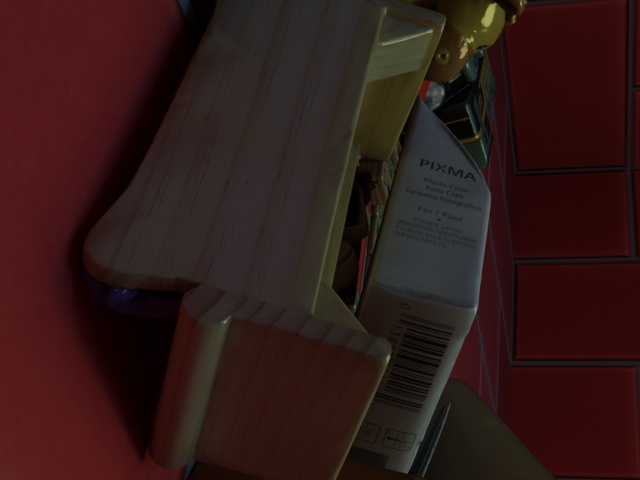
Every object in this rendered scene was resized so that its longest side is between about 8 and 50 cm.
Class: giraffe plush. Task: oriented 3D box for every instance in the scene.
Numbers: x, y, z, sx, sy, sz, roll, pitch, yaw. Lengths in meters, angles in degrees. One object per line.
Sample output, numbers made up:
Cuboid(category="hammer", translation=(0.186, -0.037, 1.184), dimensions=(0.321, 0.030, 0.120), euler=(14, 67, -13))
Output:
Cuboid(category="giraffe plush", translation=(0.087, -0.215, 0.950), dimensions=(0.210, 0.171, 0.181), euler=(-60, -175, 30))

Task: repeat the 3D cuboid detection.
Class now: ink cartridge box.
Cuboid(category="ink cartridge box", translation=(0.089, 0.029, 1.020), dimensions=(0.385, 0.091, 0.308), euler=(-70, 175, -47))

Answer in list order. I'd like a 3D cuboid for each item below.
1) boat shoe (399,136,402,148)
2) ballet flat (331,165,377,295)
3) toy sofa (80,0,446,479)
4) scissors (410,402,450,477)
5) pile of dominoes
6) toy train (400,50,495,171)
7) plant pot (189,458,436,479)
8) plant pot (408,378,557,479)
Cuboid(category="boat shoe", translation=(0.129, -0.128, 1.504), dimensions=(0.152, 0.056, 0.049), euler=(6, 87, -66))
Cuboid(category="ballet flat", translation=(0.000, 0.000, 0.926), dimensions=(0.241, 0.077, 0.091), euler=(-74, 159, -48))
Cuboid(category="toy sofa", translation=(-0.033, -0.029, 0.722), dimensions=(0.150, 0.177, 0.362), euler=(109, -4, -45))
Cuboid(category="scissors", translation=(0.070, 0.271, 0.979), dimensions=(0.297, 0.021, 0.109), euler=(-55, -175, -21))
Cuboid(category="pile of dominoes", translation=(0.061, -0.031, 1.243), dimensions=(0.196, 0.040, 0.251), euler=(69, 24, -53))
Cuboid(category="toy train", translation=(0.165, -0.217, 1.423), dimensions=(0.334, 0.142, 0.190), euler=(-71, 145, -59))
Cuboid(category="plant pot", translation=(0.029, 0.282, 0.756), dimensions=(0.291, 0.204, 0.290), euler=(-2, 90, -77))
Cuboid(category="plant pot", translation=(0.139, 0.281, 1.127), dimensions=(0.229, 0.263, 0.263), euler=(62, 1, 29))
